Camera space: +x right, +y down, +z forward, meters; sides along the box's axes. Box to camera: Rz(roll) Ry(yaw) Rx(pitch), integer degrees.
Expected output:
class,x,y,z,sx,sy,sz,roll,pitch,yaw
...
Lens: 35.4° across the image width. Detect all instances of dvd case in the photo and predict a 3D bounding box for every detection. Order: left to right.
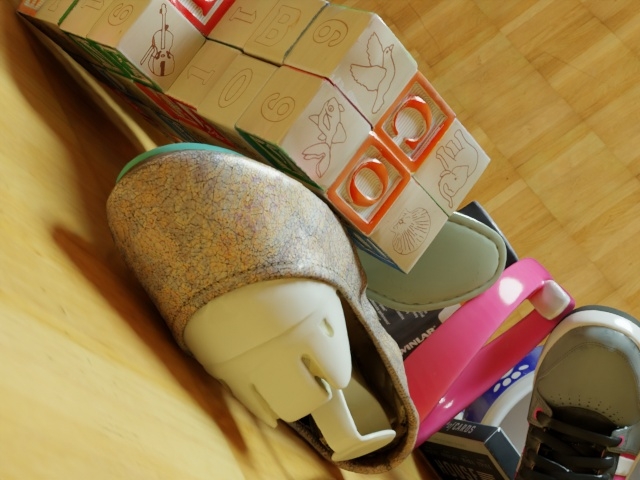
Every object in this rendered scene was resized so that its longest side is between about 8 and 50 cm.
class,x,y,z,sx,sy,sz,roll,pitch,yaw
dvd case,0.198,0.283,1.040,0.239,0.029,0.179,53,-20,-9

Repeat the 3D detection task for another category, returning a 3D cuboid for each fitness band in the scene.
class,x,y,z,sx,sy,sz,roll,pitch,yaw
fitness band,0.127,0.107,0.862,0.054,0.209,0.291,47,7,16

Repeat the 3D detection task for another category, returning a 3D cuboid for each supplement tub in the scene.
class,x,y,z,sx,sy,sz,roll,pitch,yaw
supplement tub,0.080,0.048,0.912,0.106,0.198,0.106,54,5,-7

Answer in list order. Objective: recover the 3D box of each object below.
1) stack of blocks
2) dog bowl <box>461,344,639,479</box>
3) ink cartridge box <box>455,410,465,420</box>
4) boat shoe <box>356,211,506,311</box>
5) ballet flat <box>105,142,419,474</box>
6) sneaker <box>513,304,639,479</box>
class,x,y,z,sx,sy,sz,roll,pitch,yaw
stack of blocks,-0.055,-0.104,0.632,0.171,0.087,0.297,42,-8,-40
dog bowl,0.305,0.264,1.229,0.265,0.265,0.104,53,2,-13
ink cartridge box,0.236,0.325,1.438,0.208,0.045,0.206,53,5,-8
boat shoe,0.021,0.002,0.719,0.069,0.227,0.081,-131,-134,-65
ballet flat,-0.008,0.060,0.564,0.316,0.107,0.106,47,20,-55
sneaker,0.192,0.211,0.812,0.178,0.123,0.296,-53,151,-52
